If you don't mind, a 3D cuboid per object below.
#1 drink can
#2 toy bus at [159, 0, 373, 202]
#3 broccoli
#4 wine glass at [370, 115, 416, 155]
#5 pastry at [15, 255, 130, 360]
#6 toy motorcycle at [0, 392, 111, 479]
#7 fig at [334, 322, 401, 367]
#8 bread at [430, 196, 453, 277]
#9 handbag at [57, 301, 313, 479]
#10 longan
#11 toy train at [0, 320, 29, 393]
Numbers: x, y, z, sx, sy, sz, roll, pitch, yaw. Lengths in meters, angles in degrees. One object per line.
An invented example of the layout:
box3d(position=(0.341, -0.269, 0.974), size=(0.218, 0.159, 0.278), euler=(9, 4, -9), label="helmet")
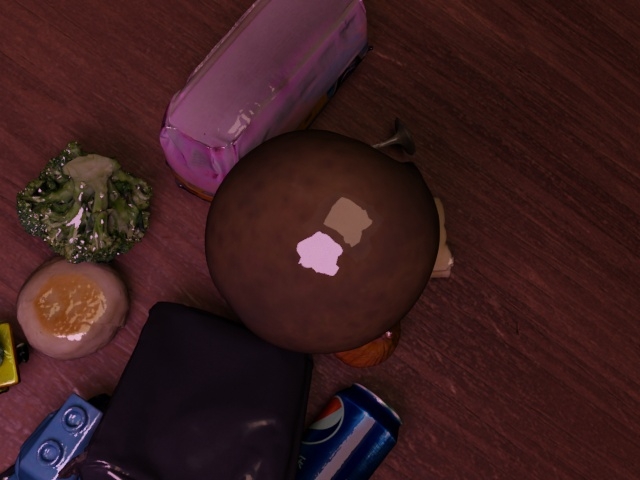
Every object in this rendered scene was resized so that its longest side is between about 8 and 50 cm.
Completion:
box3d(position=(0.022, 0.313, 0.986), size=(0.118, 0.118, 0.205), euler=(43, 73, -1), label="drink can")
box3d(position=(-0.090, -0.240, 1.028), size=(0.171, 0.162, 0.386), euler=(32, 75, 16), label="toy bus")
box3d(position=(-0.331, -0.051, 0.964), size=(0.195, 0.156, 0.195), euler=(7, 67, -16), label="broccoli")
box3d(position=(0.026, -0.125, 1.099), size=(0.262, 0.074, 0.074), euler=(-23, 84, -12), label="wine glass")
box3d(position=(-0.354, 0.093, 0.968), size=(0.156, 0.092, 0.156), euler=(4, 72, -11), label="pastry")
box3d(position=(-0.390, 0.371, 0.831), size=(0.172, 0.232, 0.416), euler=(33, 74, 8), label="toy motorcycle")
box3d(position=(0.061, 0.133, 1.020), size=(0.119, 0.153, 0.119), euler=(-3, 77, 13), label="fig")
box3d(position=(0.118, -0.001, 1.095), size=(0.178, 0.060, 0.139), euler=(-6, 80, -12), label="bread")
box3d(position=(-0.163, 0.253, 0.895), size=(0.275, 0.178, 0.302), euler=(19, 42, -7), label="handbag")
box3d(position=(0.000, 0.000, 0.897), size=(0.319, 0.319, 0.319), euler=(2, 79, -11), label="longan")
box3d(position=(-0.541, 0.179, 0.878), size=(0.296, 0.160, 0.100), euler=(-13, 75, -14), label="toy train")
